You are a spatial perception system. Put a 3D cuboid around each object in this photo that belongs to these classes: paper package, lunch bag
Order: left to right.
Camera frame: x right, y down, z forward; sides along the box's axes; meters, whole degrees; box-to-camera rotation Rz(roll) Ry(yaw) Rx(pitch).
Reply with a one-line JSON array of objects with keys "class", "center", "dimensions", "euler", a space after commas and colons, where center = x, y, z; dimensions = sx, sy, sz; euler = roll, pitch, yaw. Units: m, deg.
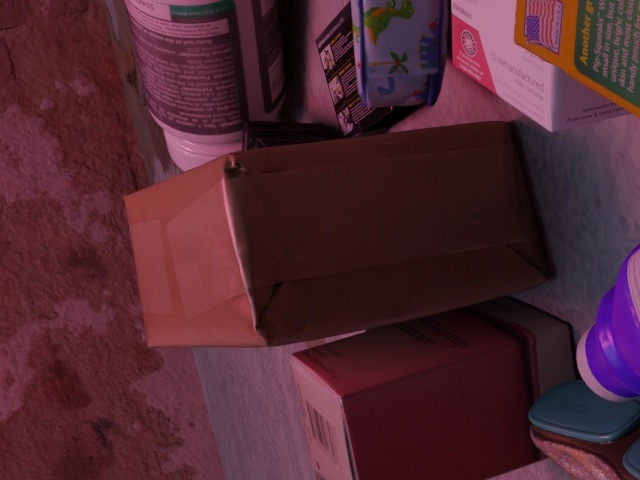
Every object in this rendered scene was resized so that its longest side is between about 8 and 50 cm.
[{"class": "paper package", "center": [0.000, 0.000, 1.114], "dimensions": [0.325, 0.309, 0.168], "euler": [-12, 88, 63]}, {"class": "lunch bag", "center": [0.069, -0.246, 1.056], "dimensions": [0.176, 0.090, 0.219], "euler": [-94, 0, -57]}]

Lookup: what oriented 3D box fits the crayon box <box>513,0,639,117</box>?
[{"class": "crayon box", "center": [0.238, -0.148, 0.617], "dimensions": [0.323, 0.083, 0.203], "euler": [45, 147, 46]}]

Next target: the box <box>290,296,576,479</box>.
[{"class": "box", "center": [0.108, 0.151, 1.088], "dimensions": [0.148, 0.232, 0.126], "euler": [-154, 51, -68]}]

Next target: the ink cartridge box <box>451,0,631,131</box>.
[{"class": "ink cartridge box", "center": [0.166, -0.211, 0.828], "dimensions": [0.158, 0.092, 0.218], "euler": [-131, 32, -54]}]

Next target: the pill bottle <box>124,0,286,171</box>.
[{"class": "pill bottle", "center": [-0.153, -0.264, 1.581], "dimensions": [0.361, 0.204, 0.204], "euler": [87, 160, -50]}]

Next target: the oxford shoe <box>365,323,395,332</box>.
[{"class": "oxford shoe", "center": [0.086, 0.046, 1.381], "dimensions": [0.076, 0.076, 0.212], "euler": [-82, -13, -71]}]

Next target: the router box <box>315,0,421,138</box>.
[{"class": "router box", "center": [0.052, -0.192, 1.284], "dimensions": [0.179, 0.046, 0.133], "euler": [157, 98, -73]}]

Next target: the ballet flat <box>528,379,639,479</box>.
[{"class": "ballet flat", "center": [0.268, 0.174, 0.870], "dimensions": [0.106, 0.107, 0.316], "euler": [56, 171, -9]}]

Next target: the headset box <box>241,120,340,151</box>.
[{"class": "headset box", "center": [-0.045, -0.038, 1.475], "dimensions": [0.293, 0.110, 0.218], "euler": [-127, 40, -78]}]

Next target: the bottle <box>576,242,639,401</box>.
[{"class": "bottle", "center": [0.256, 0.045, 0.764], "dimensions": [0.283, 0.092, 0.118], "euler": [116, 139, -66]}]
